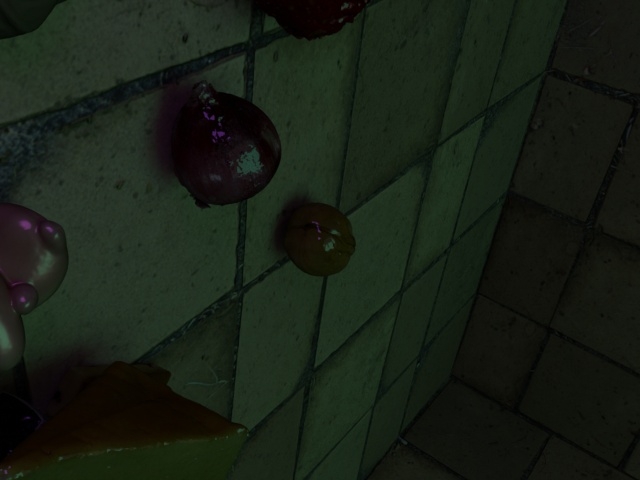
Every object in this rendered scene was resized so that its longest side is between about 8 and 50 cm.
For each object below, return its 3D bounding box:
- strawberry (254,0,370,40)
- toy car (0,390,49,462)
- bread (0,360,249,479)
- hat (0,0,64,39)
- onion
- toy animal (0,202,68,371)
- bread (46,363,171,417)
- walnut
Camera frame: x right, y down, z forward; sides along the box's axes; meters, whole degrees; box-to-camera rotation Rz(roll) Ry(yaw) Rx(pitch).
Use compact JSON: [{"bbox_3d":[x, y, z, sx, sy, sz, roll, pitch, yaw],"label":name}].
[{"bbox_3d":[0.005,-0.399,0.994,0.261,0.261,0.257,-61,149,-3],"label":"strawberry"},{"bbox_3d":[-0.447,0.310,0.997,0.210,0.089,0.108,-55,164,-23],"label":"toy car"},{"bbox_3d":[-0.291,0.346,0.962,0.233,0.245,0.361,-63,174,14],"label":"bread"},{"bbox_3d":[-0.255,-0.281,0.739,0.173,0.144,0.166,-17,136,-27],"label":"hat"},{"bbox_3d":[-0.142,-0.147,1.056,0.159,0.159,0.195,-49,141,-27],"label":"onion"},{"bbox_3d":[-0.373,0.054,0.800,0.198,0.171,0.171,-47,151,-36],"label":"toy animal"},{"bbox_3d":[-0.331,0.243,1.198,0.088,0.049,0.226,-64,156,2],"label":"bread"},{"bbox_3d":[0.000,0.000,1.492,0.144,0.144,0.180,-64,160,2],"label":"walnut"}]
